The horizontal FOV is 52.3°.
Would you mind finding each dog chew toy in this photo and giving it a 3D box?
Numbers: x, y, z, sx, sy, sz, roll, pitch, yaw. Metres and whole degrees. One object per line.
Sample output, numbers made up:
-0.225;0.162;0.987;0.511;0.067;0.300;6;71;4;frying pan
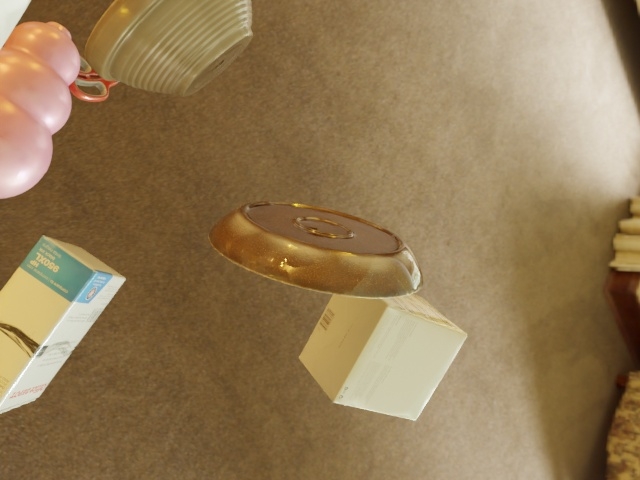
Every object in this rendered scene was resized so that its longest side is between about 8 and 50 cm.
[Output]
-0.543;-0.243;1.153;0.207;0.207;0.331;36;72;-38;dog chew toy

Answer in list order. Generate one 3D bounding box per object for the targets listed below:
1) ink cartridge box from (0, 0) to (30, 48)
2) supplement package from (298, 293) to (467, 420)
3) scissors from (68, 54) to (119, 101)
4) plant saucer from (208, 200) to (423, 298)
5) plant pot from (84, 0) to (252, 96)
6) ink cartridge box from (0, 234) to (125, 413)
-0.299;-0.178;0.341;0.197;0.198;0.269;92;12;-62;ink cartridge box
0.111;0.190;1.180;0.203;0.149;0.194;22;102;-34;supplement package
-0.434;-0.334;1.373;0.108;0.021;0.297;63;20;3;scissors
0.000;0.000;0.925;0.311;0.311;0.050;0;110;-44;plant saucer
-0.164;-0.257;0.808;0.109;0.237;0.237;49;56;-8;plant pot
-0.697;0.204;1.623;0.166;0.285;0.394;34;83;1;ink cartridge box
